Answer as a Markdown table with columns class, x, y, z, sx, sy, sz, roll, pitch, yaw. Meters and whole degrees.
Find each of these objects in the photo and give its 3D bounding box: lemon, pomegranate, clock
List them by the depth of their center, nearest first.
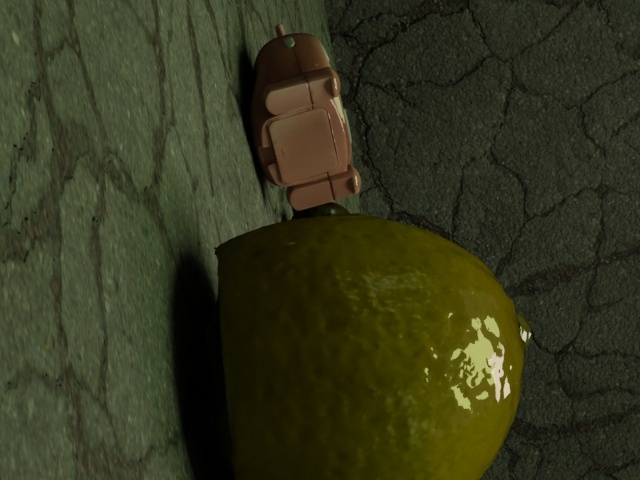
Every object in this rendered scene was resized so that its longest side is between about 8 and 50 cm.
| class | x | y | z | sx | sy | sz | roll | pitch | yaw |
| --- | --- | --- | --- | --- | --- | --- | --- | --- | --- |
| lemon | 0.052 | 0.138 | 1.434 | 0.364 | 0.364 | 0.364 | -9 | 90 | -83 |
| clock | -0.041 | -0.196 | 2.066 | 0.241 | 0.142 | 0.227 | -107 | -177 | -54 |
| pomegranate | 0.006 | -0.003 | 2.203 | 0.130 | 0.130 | 0.130 | -9 | 90 | -83 |

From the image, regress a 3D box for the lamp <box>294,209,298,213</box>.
| class | x | y | z | sx | sy | sz | roll | pitch | yaw |
| --- | --- | --- | --- | --- | --- | --- | --- | --- | --- |
| lamp | -0.016 | -0.111 | 2.371 | 0.091 | 0.091 | 0.163 | 70 | 26 | -58 |
